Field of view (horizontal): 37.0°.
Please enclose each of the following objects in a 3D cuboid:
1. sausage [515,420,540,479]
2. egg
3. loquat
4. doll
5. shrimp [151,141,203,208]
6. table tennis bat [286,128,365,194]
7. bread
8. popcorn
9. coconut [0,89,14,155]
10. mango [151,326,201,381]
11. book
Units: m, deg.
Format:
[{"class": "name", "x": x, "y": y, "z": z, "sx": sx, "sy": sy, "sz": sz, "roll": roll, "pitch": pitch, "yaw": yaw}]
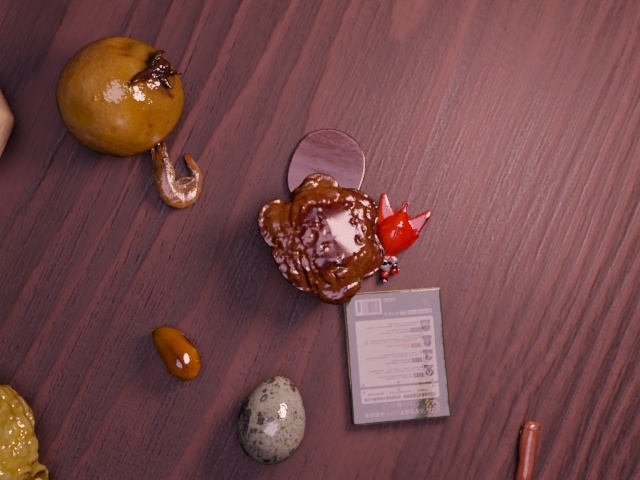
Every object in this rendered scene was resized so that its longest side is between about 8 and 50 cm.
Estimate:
[{"class": "sausage", "x": 0.419, "y": 0.445, "z": 1.935, "sx": 0.042, "sy": 0.036, "sz": 0.157, "roll": 6, "pitch": 85, "yaw": 7}, {"class": "egg", "x": -0.093, "y": 0.347, "z": 1.849, "sx": 0.132, "sy": 0.132, "sz": 0.172, "roll": 14, "pitch": 74, "yaw": -4}, {"class": "loquat", "x": -0.376, "y": -0.277, "z": 1.825, "sx": 0.244, "sy": 0.244, "sz": 0.243, "roll": 0, "pitch": 85, "yaw": -5}, {"class": "doll", "x": 0.145, "y": -0.001, "z": 1.935, "sx": 0.109, "sy": 0.057, "sz": 0.169, "roll": 22, "pitch": 87, "yaw": 0}, {"class": "shrimp", "x": -0.287, "y": -0.145, "z": 1.914, "sx": 0.095, "sy": 0.045, "sz": 0.162, "roll": -12, "pitch": 85, "yaw": -6}, {"class": "table tennis bat", "x": -0.002, "y": -0.097, "z": 1.949, "sx": 0.154, "sy": 0.021, "sz": 0.274, "roll": 19, "pitch": 83, "yaw": -2}, {"class": "bread", "x": 0.013, "y": -0.001, "z": 1.860, "sx": 0.232, "sy": 0.135, "sz": 0.246, "roll": -34, "pitch": 87, "yaw": -8}, {"class": "popcorn", "x": -0.627, "y": 0.391, "z": 1.750, "sx": 0.174, "sy": 0.225, "sz": 0.285, "roll": -20, "pitch": 89, "yaw": 26}, {"class": "coconut", "x": -0.694, "y": -0.238, "z": 1.803, "sx": 0.197, "sy": 0.237, "sz": 0.236, "roll": 16, "pitch": 83, "yaw": 32}, {"class": "mango", "x": -0.280, "y": 0.216, "z": 1.869, "sx": 0.063, "sy": 0.077, "sz": 0.127, "roll": -45, "pitch": 75, "yaw": 16}, {"class": "book", "x": 0.153, "y": 0.233, "z": 1.932, "sx": 0.202, "sy": 0.027, "sz": 0.264, "roll": -4, "pitch": 85, "yaw": -6}]
